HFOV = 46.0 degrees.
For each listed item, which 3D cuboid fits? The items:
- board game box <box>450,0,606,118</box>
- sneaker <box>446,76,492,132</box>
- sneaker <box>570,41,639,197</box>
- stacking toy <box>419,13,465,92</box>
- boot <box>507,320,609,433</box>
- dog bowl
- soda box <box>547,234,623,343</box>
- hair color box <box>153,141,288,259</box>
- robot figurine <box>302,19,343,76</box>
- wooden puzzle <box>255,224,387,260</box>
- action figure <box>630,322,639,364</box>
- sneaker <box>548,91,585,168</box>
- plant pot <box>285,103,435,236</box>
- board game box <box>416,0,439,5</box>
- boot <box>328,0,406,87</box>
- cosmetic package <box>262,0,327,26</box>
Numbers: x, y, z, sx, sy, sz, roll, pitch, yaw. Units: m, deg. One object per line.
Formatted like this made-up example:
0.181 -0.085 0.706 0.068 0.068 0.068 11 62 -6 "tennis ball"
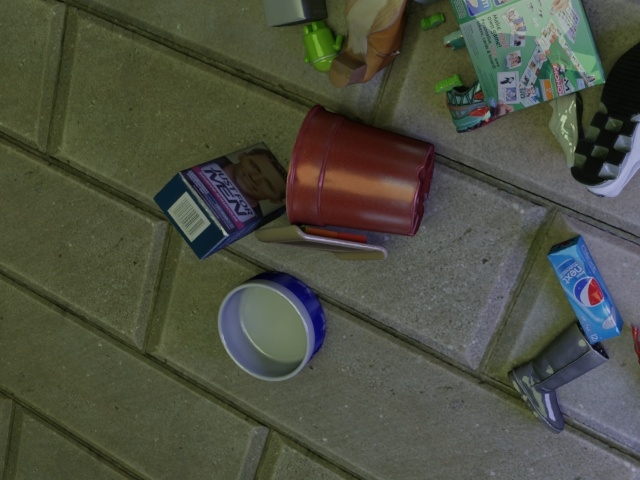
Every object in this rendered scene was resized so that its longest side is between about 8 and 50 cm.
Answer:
0.362 -0.403 1.363 0.213 0.046 0.318 -15 107 28 "board game box"
0.363 -0.316 1.503 0.261 0.104 0.125 -25 92 30 "sneaker"
0.593 -0.232 1.423 0.122 0.146 0.331 36 98 40 "sneaker"
0.304 -0.411 1.490 0.221 0.052 0.167 -21 69 31 "stacking toy"
0.538 0.301 1.646 0.208 0.076 0.190 -39 89 24 "boot"
-0.123 0.216 1.916 0.264 0.104 0.265 9 111 24 "dog bowl"
0.550 0.102 1.565 0.067 0.071 0.210 -26 94 31 "soda box"
-0.197 -0.099 1.707 0.105 0.347 0.174 -39 88 31 "hair color box"
0.002 -0.424 1.665 0.101 0.067 0.115 -15 99 35 "robot figurine"
0.000 0.000 1.689 0.221 0.238 0.044 -4 74 61 "wooden puzzle"
0.710 0.270 1.543 0.091 0.139 0.280 -16 121 26 "action figure"
0.491 -0.218 1.506 0.061 0.053 0.152 1 101 36 "sneaker"
0.096 -0.134 1.619 0.264 0.272 0.273 13 112 13 "plant pot"
0.242 -0.640 1.435 0.223 0.097 0.304 -19 87 30 "board game box"
0.126 -0.445 1.509 0.104 0.211 0.295 37 129 9 "boot"
-0.069 -0.584 1.615 0.107 0.127 0.238 -7 105 27 "cosmetic package"
